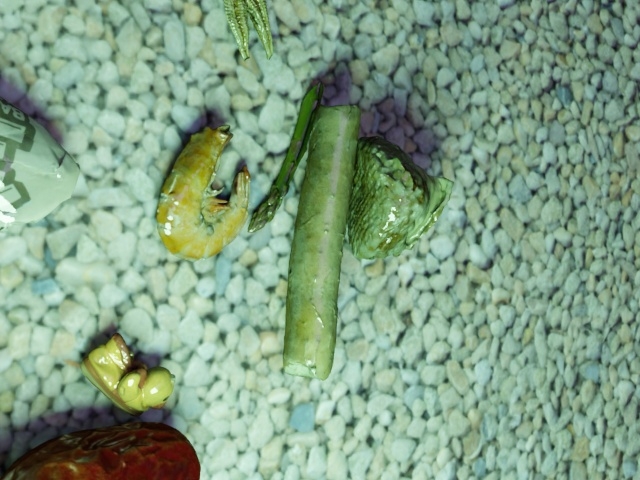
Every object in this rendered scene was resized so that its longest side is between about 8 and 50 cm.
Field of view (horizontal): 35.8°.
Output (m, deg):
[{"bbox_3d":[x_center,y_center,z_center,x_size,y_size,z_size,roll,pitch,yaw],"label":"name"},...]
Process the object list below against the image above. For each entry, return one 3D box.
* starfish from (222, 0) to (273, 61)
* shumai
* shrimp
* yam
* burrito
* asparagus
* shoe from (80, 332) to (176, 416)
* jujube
[{"bbox_3d":[-0.103,-0.344,1.293,0.217,0.050,0.223,-21,111,-38],"label":"starfish"},{"bbox_3d":[0.114,-0.048,1.347,0.142,0.184,0.184,3,86,-18],"label":"shumai"},{"bbox_3d":[-0.144,-0.063,1.264,0.132,0.052,0.187,32,76,-48],"label":"shrimp"},{"bbox_3d":[0.000,0.000,1.327,0.083,0.083,0.371,10,84,-33],"label":"yam"},{"bbox_3d":[-0.456,-0.153,1.023,0.445,0.101,0.139,37,74,-29],"label":"burrito"},{"bbox_3d":[-0.042,-0.109,1.337,0.034,0.027,0.236,32,71,-31],"label":"asparagus"},{"bbox_3d":[-0.227,0.162,1.176,0.109,0.072,0.069,41,97,-1],"label":"shoe"},{"bbox_3d":[-0.254,0.301,1.110,0.255,0.190,0.190,-29,105,-48],"label":"jujube"}]
